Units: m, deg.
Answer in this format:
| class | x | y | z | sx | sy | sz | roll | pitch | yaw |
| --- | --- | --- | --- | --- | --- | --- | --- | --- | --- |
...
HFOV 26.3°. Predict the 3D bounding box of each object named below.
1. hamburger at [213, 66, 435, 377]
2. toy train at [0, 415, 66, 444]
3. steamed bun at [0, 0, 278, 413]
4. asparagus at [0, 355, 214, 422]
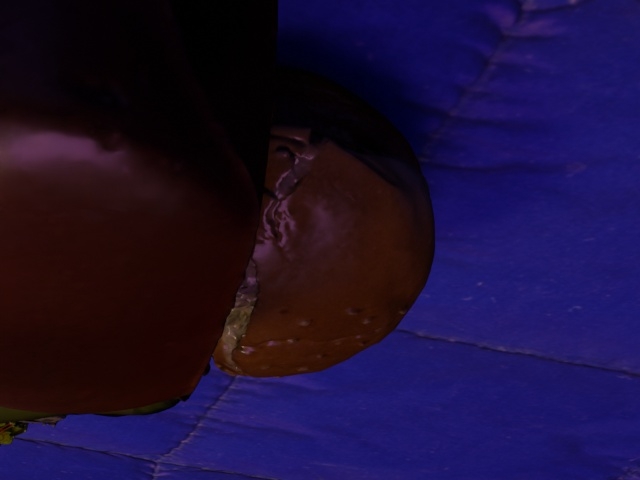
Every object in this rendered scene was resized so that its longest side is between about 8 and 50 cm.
| class | x | y | z | sx | sy | sz | roll | pitch | yaw |
| --- | --- | --- | --- | --- | --- | --- | --- | --- | --- |
| hamburger | 0.000 | 0.000 | 0.920 | 0.157 | 0.144 | 0.283 | 7 | 151 | -8 |
| toy train | -0.321 | 0.176 | 1.425 | 0.085 | 0.053 | 0.250 | 14 | 153 | -36 |
| steamed bun | -0.165 | -0.055 | 0.726 | 0.248 | 0.235 | 0.379 | 7 | 156 | -9 |
| asparagus | -0.261 | 0.112 | 1.216 | 0.382 | 0.128 | 0.108 | -10 | 114 | 28 |
